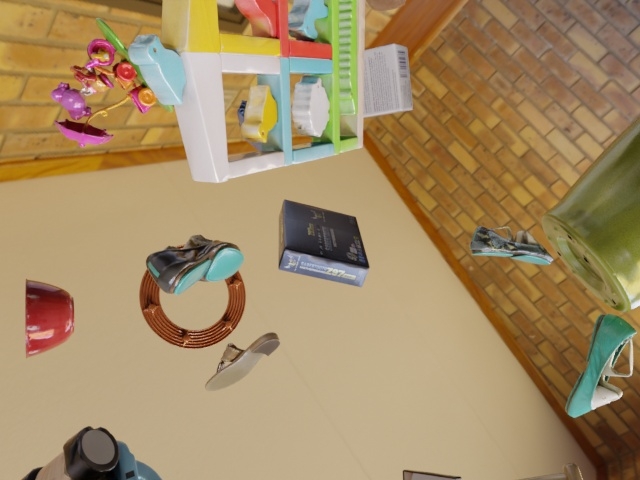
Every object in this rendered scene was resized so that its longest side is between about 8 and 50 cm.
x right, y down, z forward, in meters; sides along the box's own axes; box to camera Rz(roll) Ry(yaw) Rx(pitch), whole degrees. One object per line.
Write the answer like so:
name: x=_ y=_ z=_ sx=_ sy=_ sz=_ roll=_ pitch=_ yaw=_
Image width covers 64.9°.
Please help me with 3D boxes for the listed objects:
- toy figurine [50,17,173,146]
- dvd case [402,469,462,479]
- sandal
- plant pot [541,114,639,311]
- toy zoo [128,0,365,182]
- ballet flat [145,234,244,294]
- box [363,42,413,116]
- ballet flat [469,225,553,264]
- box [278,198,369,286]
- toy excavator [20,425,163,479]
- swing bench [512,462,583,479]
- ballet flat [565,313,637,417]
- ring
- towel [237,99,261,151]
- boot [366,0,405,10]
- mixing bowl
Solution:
toy figurine: x=-0.351 y=-0.228 z=0.794 sx=0.130 sy=0.159 sz=0.173 roll=31 pitch=160 yaw=54
dvd case: x=0.247 y=0.645 z=1.101 sx=0.022 sy=0.180 sz=0.252 roll=12 pitch=-113 yaw=-29
sandal: x=-0.207 y=0.292 z=1.297 sx=0.088 sy=0.240 sz=0.079 roll=33 pitch=-156 yaw=-49
plant pot: x=0.642 y=-0.055 z=0.956 sx=0.366 sy=0.353 sz=0.366 roll=51 pitch=-172 yaw=-10
toy zoo: x=-0.039 y=-0.162 z=0.446 sx=0.030 sy=0.192 sz=0.293 roll=9 pitch=-161 yaw=30
ballet flat: x=-0.241 y=0.034 z=0.987 sx=0.096 sy=0.095 sz=0.280 roll=34 pitch=-170 yaw=10
box: x=0.106 y=-0.315 z=1.013 sx=0.072 sy=0.137 sz=0.126 roll=-27 pitch=-68 yaw=-57
ballet flat: x=0.376 y=0.006 z=0.978 sx=0.189 sy=0.070 sz=0.070 roll=9 pitch=-137 yaw=-23
box: x=0.000 y=0.000 z=1.114 sx=0.184 sy=0.059 sz=0.232 roll=13 pitch=-152 yaw=-11
toy excavator: x=-0.392 y=0.658 z=1.103 sx=0.445 sy=0.222 sz=0.432 roll=37 pitch=-164 yaw=-49
swing bench: x=0.223 y=0.438 z=0.600 sx=0.165 sy=0.254 sz=0.254 roll=5 pitch=-114 yaw=-63
ballet flat: x=0.582 y=0.274 z=1.033 sx=0.083 sy=0.247 sz=0.087 roll=-2 pitch=-161 yaw=-41
ring: x=-0.390 y=0.170 z=1.579 sx=0.337 sy=0.032 sz=0.336 roll=8 pitch=-109 yaw=-26
towel: x=-0.102 y=-0.181 z=0.819 sx=0.067 sy=0.029 sz=0.119 roll=42 pitch=170 yaw=1
boot: x=0.085 y=-0.412 z=0.799 sx=0.119 sy=0.042 sz=0.086 roll=12 pitch=-110 yaw=15
mixing bowl: x=-0.625 y=0.177 z=1.162 sx=0.098 sy=0.181 sz=0.181 roll=0 pitch=-131 yaw=-29
